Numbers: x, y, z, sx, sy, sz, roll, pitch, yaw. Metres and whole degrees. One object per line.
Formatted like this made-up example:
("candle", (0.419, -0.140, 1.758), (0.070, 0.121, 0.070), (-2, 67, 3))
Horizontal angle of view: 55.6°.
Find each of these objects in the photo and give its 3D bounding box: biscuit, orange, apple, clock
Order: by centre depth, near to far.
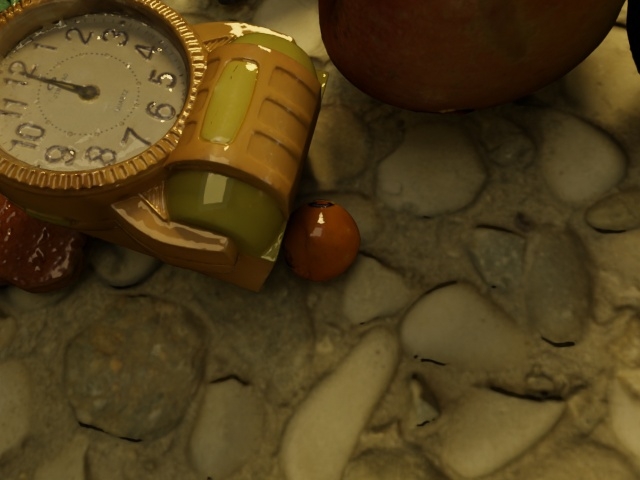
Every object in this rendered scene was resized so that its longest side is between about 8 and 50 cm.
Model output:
("clock", (-0.170, -0.102, 0.586), (0.317, 0.200, 0.244), (14, 64, -2))
("apple", (0.150, -0.292, 0.597), (0.305, 0.338, 0.339), (-4, 62, -12))
("orange", (0.000, 0.001, 0.611), (0.083, 0.083, 0.084), (-5, 64, 9))
("biscuit", (-0.381, 0.028, 0.693), (0.277, 0.052, 0.262), (-22, 67, 0))

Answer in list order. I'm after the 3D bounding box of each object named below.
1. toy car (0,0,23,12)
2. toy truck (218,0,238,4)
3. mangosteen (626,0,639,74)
("toy car", (-0.283, -0.193, 0.743), (0.320, 0.097, 0.141), (33, 74, 7))
("toy truck", (-0.063, -0.403, 0.809), (0.216, 0.110, 0.116), (-12, 50, 6))
("mangosteen", (0.420, -0.213, 0.515), (0.288, 0.288, 0.288), (-5, 64, 9))
